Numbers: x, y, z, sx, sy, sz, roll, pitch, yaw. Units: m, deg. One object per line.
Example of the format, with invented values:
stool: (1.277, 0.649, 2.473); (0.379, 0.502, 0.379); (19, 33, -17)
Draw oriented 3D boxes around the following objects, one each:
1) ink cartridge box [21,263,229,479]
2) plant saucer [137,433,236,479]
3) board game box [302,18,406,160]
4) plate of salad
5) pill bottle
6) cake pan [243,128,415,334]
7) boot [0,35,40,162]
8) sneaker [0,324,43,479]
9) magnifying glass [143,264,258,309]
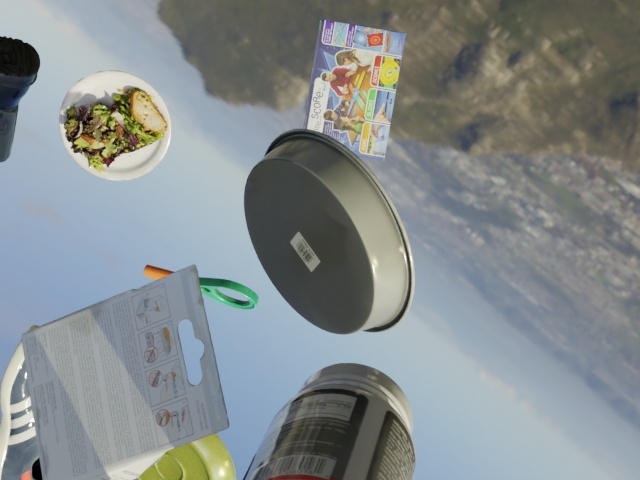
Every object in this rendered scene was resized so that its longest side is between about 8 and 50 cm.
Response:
ink cartridge box: (-0.204, 0.154, 1.208); (0.066, 0.232, 0.189); (39, -147, -64)
plant saucer: (-0.262, 0.400, 2.022); (0.241, 0.241, 0.037); (39, -143, 8)
board game box: (0.050, -0.234, 1.759); (0.136, 0.201, 0.035); (10, -175, -1)
plate of salad: (-0.361, -0.197, 1.969); (0.200, 0.200, 0.048); (39, -162, -11)
pill bottle: (0.009, 0.242, 1.113); (0.161, 0.161, 0.283); (39, -158, -3)
cake pan: (0.000, 0.000, 1.463); (0.293, 0.054, 0.293); (34, 140, 35)
boot: (-0.499, -0.184, 1.442); (0.246, 0.207, 0.094); (7, -127, -28)
sneaker: (-0.546, 0.333, 2.206); (0.148, 0.350, 0.131); (15, -159, 1)
magnifying glass: (-0.231, 0.088, 2.176); (0.231, 0.026, 0.092); (16, 156, 10)
